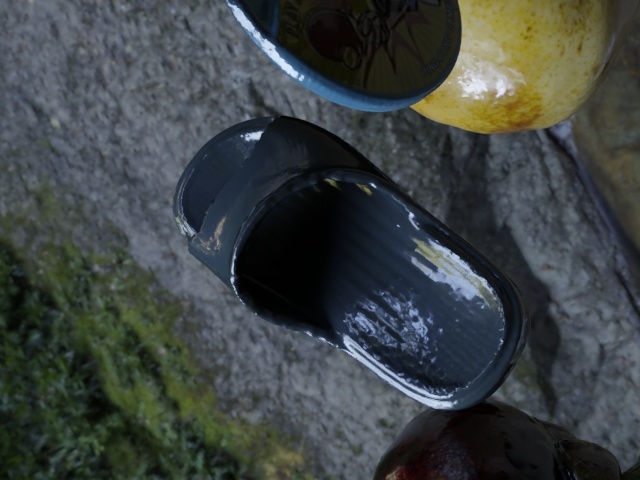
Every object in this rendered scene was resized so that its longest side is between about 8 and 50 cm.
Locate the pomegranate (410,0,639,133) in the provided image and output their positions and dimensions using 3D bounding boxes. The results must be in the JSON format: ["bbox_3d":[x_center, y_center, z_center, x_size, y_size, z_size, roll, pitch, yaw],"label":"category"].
[{"bbox_3d":[0.238,-0.348,1.226,0.417,0.416,0.417,53,159,31],"label":"pomegranate"}]

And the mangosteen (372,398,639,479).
[{"bbox_3d":[0.121,0.184,0.609,0.184,0.172,0.173,3,121,40],"label":"mangosteen"}]

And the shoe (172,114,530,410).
[{"bbox_3d":[0.000,0.000,0.512,0.241,0.108,0.093,34,-173,28],"label":"shoe"}]

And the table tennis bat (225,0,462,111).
[{"bbox_3d":[-0.016,-0.216,0.743,0.044,0.328,0.215,-25,59,53],"label":"table tennis bat"}]
